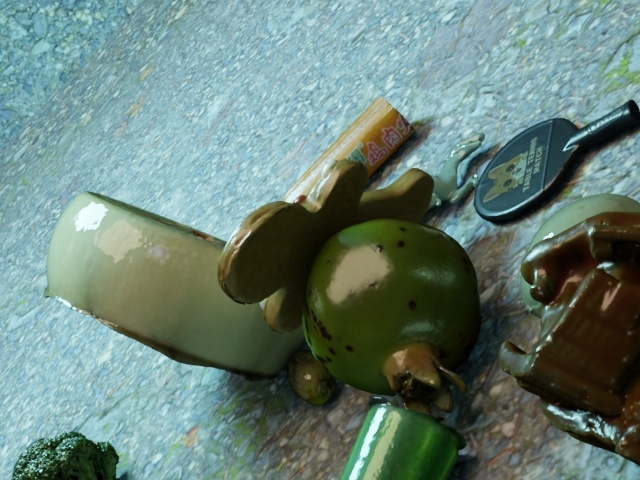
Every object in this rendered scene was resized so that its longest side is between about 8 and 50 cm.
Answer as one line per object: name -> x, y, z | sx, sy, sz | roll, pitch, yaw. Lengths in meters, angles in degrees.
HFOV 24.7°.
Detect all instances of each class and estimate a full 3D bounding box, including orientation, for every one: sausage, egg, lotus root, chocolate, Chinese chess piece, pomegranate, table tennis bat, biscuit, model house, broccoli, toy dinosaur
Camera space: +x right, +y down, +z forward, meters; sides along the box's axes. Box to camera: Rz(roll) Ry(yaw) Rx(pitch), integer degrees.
sausage -> 0.025, -0.092, 2.002 | 0.234, 0.071, 0.071 | -46, 26, 4
egg -> 0.261, 0.020, 1.427 | 0.152, 0.114, 0.114 | -41, 26, 16
lotus root -> -0.015, 0.160, 1.727 | 0.049, 0.054, 0.099 | -27, 26, -6
chocolate -> 0.038, 0.301, 1.398 | 0.110, 0.110, 0.291 | -9, 47, 52
Chinese chess piece -> -0.172, 0.054, 1.798 | 0.338, 0.338, 0.141 | 26, 94, 64
pomegranate -> 0.086, 0.076, 1.531 | 0.198, 0.198, 0.246 | -49, 25, -4
table tennis bat -> 0.270, -0.098, 1.690 | 0.236, 0.027, 0.150 | -29, 31, 38
biscuit -> 0.000, 0.000, 1.617 | 0.047, 0.339, 0.216 | 34, 116, 31
model house -> 0.280, 0.098, 1.213 | 0.219, 0.199, 0.229 | -44, 19, 37
broccoli -> -0.330, 0.315, 1.906 | 0.162, 0.138, 0.146 | -26, -25, -52
toy dinosaur -> 0.096, -0.040, 1.841 | 0.242, 0.053, 0.167 | -25, 32, 40
